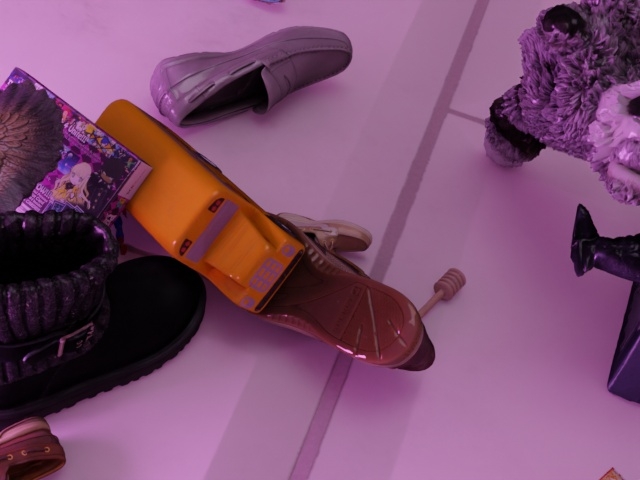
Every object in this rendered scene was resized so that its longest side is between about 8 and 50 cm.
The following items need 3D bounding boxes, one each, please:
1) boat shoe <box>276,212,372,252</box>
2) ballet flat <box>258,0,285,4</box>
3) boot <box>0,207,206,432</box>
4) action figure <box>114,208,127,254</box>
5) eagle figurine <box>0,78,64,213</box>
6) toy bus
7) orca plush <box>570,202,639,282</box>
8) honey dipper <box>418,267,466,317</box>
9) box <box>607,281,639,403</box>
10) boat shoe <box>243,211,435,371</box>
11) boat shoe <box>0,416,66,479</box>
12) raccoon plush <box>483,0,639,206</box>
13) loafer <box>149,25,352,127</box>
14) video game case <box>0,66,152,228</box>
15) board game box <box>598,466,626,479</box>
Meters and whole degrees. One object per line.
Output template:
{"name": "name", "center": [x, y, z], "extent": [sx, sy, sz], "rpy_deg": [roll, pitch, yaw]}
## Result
{"name": "boat shoe", "center": [0.000, 0.000, 1.607], "extent": [0.135, 0.050, 0.045], "rpy_deg": [8, 47, 7]}
{"name": "ballet flat", "center": [-0.147, -0.466, 2.006], "extent": [0.241, 0.091, 0.077], "rpy_deg": [28, 23, 8]}
{"name": "boot", "center": [-0.250, 0.053, 1.332], "extent": [0.131, 0.260, 0.348], "rpy_deg": [40, 48, 22]}
{"name": "action figure", "center": [-0.271, -0.031, 1.578], "extent": [0.038, 0.030, 0.115], "rpy_deg": [-4, 45, -12]}
{"name": "eagle figurine", "center": [-0.437, -0.066, 1.336], "extent": [0.225, 0.298, 0.226], "rpy_deg": [22, 0, 12]}
{"name": "toy bus", "center": [-0.164, -0.048, 1.500], "extent": [0.332, 0.108, 0.130], "rpy_deg": [41, 4, 42]}
{"name": "orca plush", "center": [0.437, -0.006, 1.387], "extent": [0.287, 0.102, 0.151], "rpy_deg": [16, 45, 2]}
{"name": "honey dipper", "center": [0.136, 0.091, 1.566], "extent": [0.030, 0.030, 0.160], "rpy_deg": [33, 50, 18]}
{"name": "box", "center": [0.579, 0.057, 1.586], "extent": [0.293, 0.212, 0.395], "rpy_deg": [22, 45, 6]}
{"name": "boat shoe", "center": [0.000, 0.068, 1.503], "extent": [0.342, 0.123, 0.123], "rpy_deg": [25, 83, 34]}
{"name": "boat shoe", "center": [-0.346, 0.246, 1.257], "extent": [0.178, 0.064, 0.060], "rpy_deg": [-26, 55, -37]}
{"name": "raccoon plush", "center": [0.376, -0.113, 1.594], "extent": [0.216, 0.446, 0.299], "rpy_deg": [-5, 67, -8]}
{"name": "loafer", "center": [-0.089, -0.233, 1.775], "extent": [0.319, 0.112, 0.111], "rpy_deg": [-18, 58, -20]}
{"name": "video game case", "center": [-0.351, -0.069, 1.488], "extent": [0.232, 0.042, 0.210], "rpy_deg": [36, 92, 23]}
{"name": "board game box", "center": [0.314, 0.354, 1.323], "extent": [0.193, 0.045, 0.147], "rpy_deg": [-26, 61, -39]}
